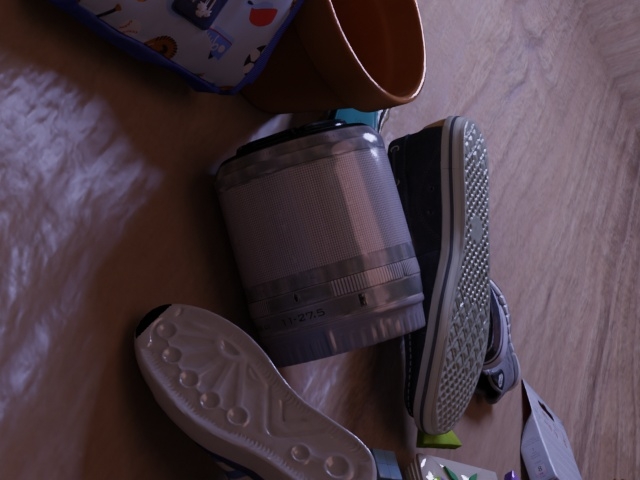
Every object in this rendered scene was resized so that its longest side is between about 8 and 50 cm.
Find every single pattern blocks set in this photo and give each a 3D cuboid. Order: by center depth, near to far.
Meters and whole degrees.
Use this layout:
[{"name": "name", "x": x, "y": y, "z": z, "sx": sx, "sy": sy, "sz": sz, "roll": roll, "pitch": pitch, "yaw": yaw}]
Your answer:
[{"name": "pattern blocks set", "x": 0.207, "y": 0.388, "z": 1.735, "sx": 0.325, "sy": 0.026, "sz": 0.285, "roll": 5, "pitch": 54, "yaw": -46}]

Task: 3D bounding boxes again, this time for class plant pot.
[{"name": "plant pot", "x": -0.010, "y": -0.296, "z": 1.658, "sx": 0.291, "sy": 0.203, "sz": 0.291, "roll": 37, "pitch": 44, "yaw": -47}]

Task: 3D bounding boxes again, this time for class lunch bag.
[{"name": "lunch bag", "x": -0.168, "y": -0.396, "z": 1.419, "sx": 0.328, "sy": 0.239, "sz": 0.385, "roll": 25, "pitch": 70, "yaw": -54}]

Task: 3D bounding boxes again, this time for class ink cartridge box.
[{"name": "ink cartridge box", "x": 0.422, "y": 0.397, "z": 2.232, "sx": 0.189, "sy": 0.066, "sz": 0.232, "roll": 47, "pitch": 17, "yaw": -39}]

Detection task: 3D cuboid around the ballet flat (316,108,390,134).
[{"name": "ballet flat", "x": 0.051, "y": -0.195, "z": 1.812, "sx": 0.123, "sy": 0.123, "sz": 0.348, "roll": 55, "pitch": 34, "yaw": -29}]

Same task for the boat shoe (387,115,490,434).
[{"name": "boat shoe", "x": 0.163, "y": 0.050, "z": 1.837, "sx": 0.187, "sy": 0.156, "sz": 0.500, "roll": 37, "pitch": 52, "yaw": -58}]

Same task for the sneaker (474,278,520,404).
[{"name": "sneaker", "x": 0.272, "y": 0.171, "z": 2.033, "sx": 0.132, "sy": 0.086, "sz": 0.229, "roll": -39, "pitch": 110, "yaw": -57}]

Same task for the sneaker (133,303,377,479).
[{"name": "sneaker", "x": -0.086, "y": 0.236, "z": 1.349, "sx": 0.323, "sy": 0.236, "sz": 0.130, "roll": 36, "pitch": 57, "yaw": 14}]

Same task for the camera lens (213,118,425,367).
[{"name": "camera lens", "x": 0.000, "y": 0.000, "z": 1.500, "sx": 0.219, "sy": 0.219, "sz": 0.274, "roll": -13, "pitch": 86, "yaw": -61}]

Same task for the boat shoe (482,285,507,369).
[{"name": "boat shoe", "x": 0.226, "y": 0.062, "z": 1.961, "sx": 0.102, "sy": 0.108, "sz": 0.301, "roll": 40, "pitch": 37, "yaw": -73}]

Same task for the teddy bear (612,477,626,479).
[{"name": "teddy bear", "x": 0.427, "y": 0.543, "z": 1.894, "sx": 0.245, "sy": 0.113, "sz": 0.338, "roll": 21, "pitch": 68, "yaw": -50}]
